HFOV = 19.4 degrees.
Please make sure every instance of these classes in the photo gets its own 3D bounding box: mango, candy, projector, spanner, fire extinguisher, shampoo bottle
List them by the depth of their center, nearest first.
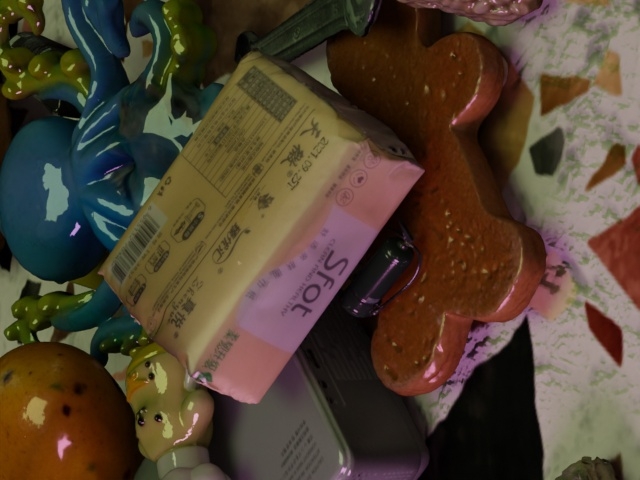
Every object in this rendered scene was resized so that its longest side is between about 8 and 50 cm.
[{"bbox_3d":[0.099,-0.193,1.291,0.095,0.110,0.085,-159,74,-70],"label":"candy"},{"bbox_3d":[0.047,0.022,1.329,0.038,0.025,0.083,40,126,6],"label":"fire extinguisher"},{"bbox_3d":[-0.032,0.181,1.450,0.257,0.099,0.192,-58,43,34],"label":"projector"},{"bbox_3d":[-0.013,-0.161,1.457,0.302,0.017,0.071,157,113,-67],"label":"spanner"},{"bbox_3d":[-0.231,0.190,1.615,0.191,0.159,0.290,57,153,30],"label":"mango"},{"bbox_3d":[-0.246,-0.154,1.808,0.207,0.063,0.057,29,111,53],"label":"shampoo bottle"}]

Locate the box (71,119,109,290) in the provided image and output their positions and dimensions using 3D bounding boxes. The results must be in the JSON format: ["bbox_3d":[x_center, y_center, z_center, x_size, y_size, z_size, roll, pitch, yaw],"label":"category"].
[{"bbox_3d":[-0.168,-0.023,1.705,0.279,0.041,0.153,13,98,55],"label":"box"}]

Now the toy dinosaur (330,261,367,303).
[{"bbox_3d":[0.000,0.000,1.447,0.029,0.060,0.120,-51,51,34],"label":"toy dinosaur"}]

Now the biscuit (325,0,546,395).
[{"bbox_3d":[0.075,-0.065,1.359,0.205,0.049,0.324,-46,53,42],"label":"biscuit"}]

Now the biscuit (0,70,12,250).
[{"bbox_3d":[-0.390,-0.106,1.961,0.296,0.075,0.296,176,90,-66],"label":"biscuit"}]

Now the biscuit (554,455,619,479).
[{"bbox_3d":[0.140,0.265,1.242,0.250,0.046,0.147,-51,49,39],"label":"biscuit"}]

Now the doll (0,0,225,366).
[{"bbox_3d":[-0.185,-0.068,1.633,0.341,0.098,0.346,-17,85,41],"label":"doll"}]

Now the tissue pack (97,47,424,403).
[{"bbox_3d":[-0.047,-0.015,1.364,0.222,0.090,0.186,-54,42,4],"label":"tissue pack"}]

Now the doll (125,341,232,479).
[{"bbox_3d":[-0.110,0.148,1.424,0.106,0.062,0.163,-44,53,49],"label":"doll"}]
